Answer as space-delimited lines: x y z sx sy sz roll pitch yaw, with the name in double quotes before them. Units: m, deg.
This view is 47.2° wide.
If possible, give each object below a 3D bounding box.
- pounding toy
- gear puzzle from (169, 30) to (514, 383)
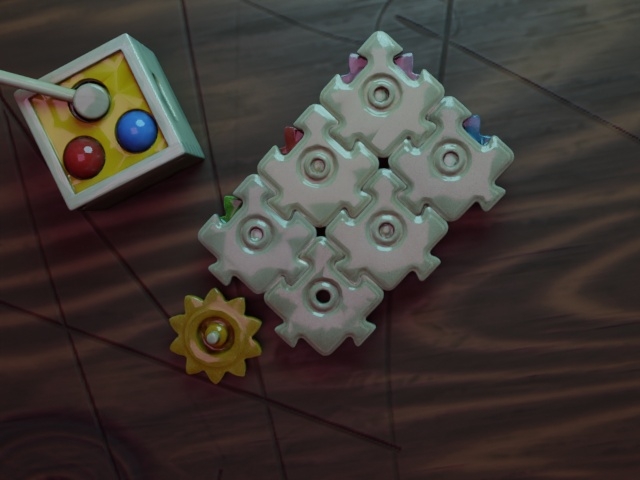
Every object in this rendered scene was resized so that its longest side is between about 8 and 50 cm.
"pounding toy" -0.196 -0.107 0.621 0.130 0.100 0.141 -26 90 5
"gear puzzle" 0.000 0.000 0.642 0.175 0.044 0.339 43 98 0
